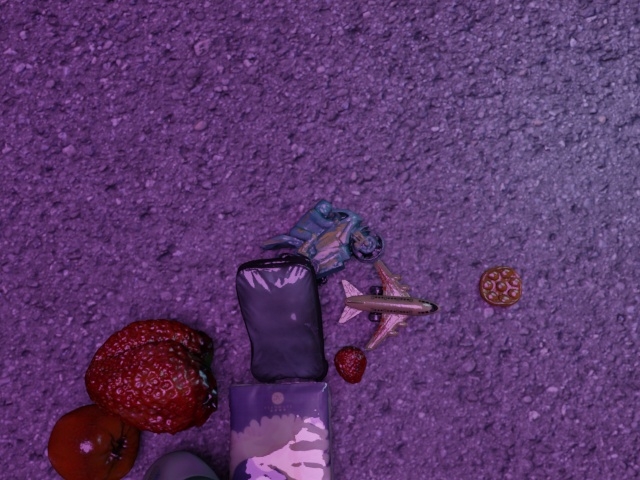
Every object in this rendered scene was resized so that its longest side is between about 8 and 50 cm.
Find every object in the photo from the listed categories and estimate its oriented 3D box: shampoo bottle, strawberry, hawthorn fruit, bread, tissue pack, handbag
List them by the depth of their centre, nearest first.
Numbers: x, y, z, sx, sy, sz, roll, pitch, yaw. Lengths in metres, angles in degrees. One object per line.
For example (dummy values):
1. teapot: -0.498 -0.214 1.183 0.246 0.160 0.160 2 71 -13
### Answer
1. shampoo bottle: -0.285 0.575 1.206 0.151 0.349 0.221 9 72 -26
2. tissue pack: -0.090 0.506 1.292 0.243 0.125 0.343 -3 67 1
3. strawberry: -0.386 0.322 1.295 0.289 0.250 0.238 -5 122 -21
4. hawthorn fruit: -0.551 0.475 1.326 0.226 0.196 0.196 2 84 24
5. handbag: -0.090 0.202 1.342 0.192 0.075 0.332 -6 107 4
6. strawberry: 0.075 0.304 1.377 0.083 0.083 0.096 -18 94 -1
7. bread: 0.456 0.116 1.417 0.110 0.024 0.110 0 83 0

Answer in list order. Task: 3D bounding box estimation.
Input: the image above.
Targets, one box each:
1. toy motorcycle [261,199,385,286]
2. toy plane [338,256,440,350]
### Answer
1. toy motorcycle: -0.002 0.001 1.392 0.297 0.109 0.198 -21 72 5
2. toy plane: 0.169 0.158 1.383 0.245 0.092 0.228 4 82 1
